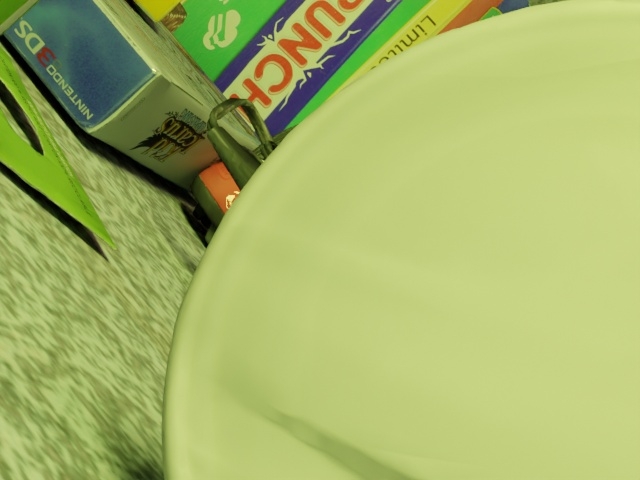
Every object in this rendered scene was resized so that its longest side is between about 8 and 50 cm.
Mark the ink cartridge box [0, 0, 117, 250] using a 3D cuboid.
[{"bbox_3d":[-0.164,-0.137,0.764,0.255,0.097,0.189,43,8,-45],"label":"ink cartridge box"}]

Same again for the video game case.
[{"bbox_3d":[-0.163,-0.155,1.112,0.269,0.061,0.244,50,6,15],"label":"video game case"}]

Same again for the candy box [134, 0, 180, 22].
[{"bbox_3d":[-0.171,-0.231,1.113,0.206,0.027,0.105,46,4,-22],"label":"candy box"}]

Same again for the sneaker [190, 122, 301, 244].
[{"bbox_3d":[0.043,0.026,1.142,0.276,0.135,0.097,48,3,-24],"label":"sneaker"}]

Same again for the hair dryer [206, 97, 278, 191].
[{"bbox_3d":[0.021,0.051,0.918,0.224,0.080,0.293,26,25,-15],"label":"hair dryer"}]

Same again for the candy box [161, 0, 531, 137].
[{"bbox_3d":[-0.018,-0.170,1.322,0.317,0.268,0.122,53,9,37],"label":"candy box"}]

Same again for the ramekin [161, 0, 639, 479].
[{"bbox_3d":[0.092,0.068,0.572,0.273,0.273,0.127,51,-8,24],"label":"ramekin"}]
